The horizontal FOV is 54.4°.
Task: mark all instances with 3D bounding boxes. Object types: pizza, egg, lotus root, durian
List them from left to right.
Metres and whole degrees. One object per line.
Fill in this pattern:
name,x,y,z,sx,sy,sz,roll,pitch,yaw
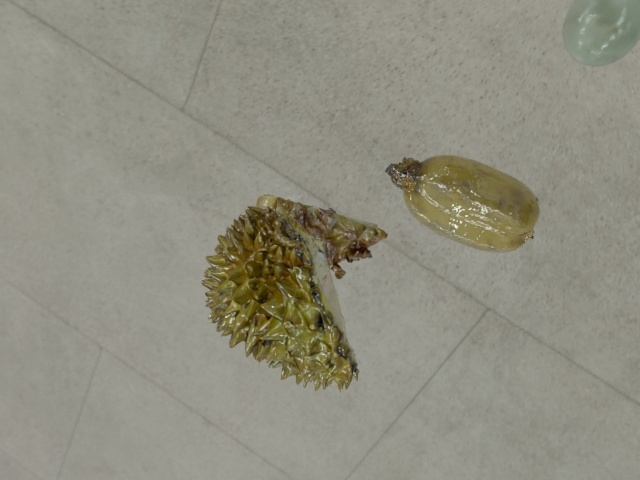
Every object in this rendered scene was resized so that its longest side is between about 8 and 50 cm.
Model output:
durian,-0.043,0.058,0.602,0.138,0.249,0.183,-9,89,-4
pizza,0.000,-0.002,0.885,0.193,0.069,0.154,-7,75,3
lotus root,0.287,-0.086,1.272,0.342,0.151,0.169,22,128,-8
egg,0.577,-0.450,1.247,0.151,0.151,0.209,30,88,7
